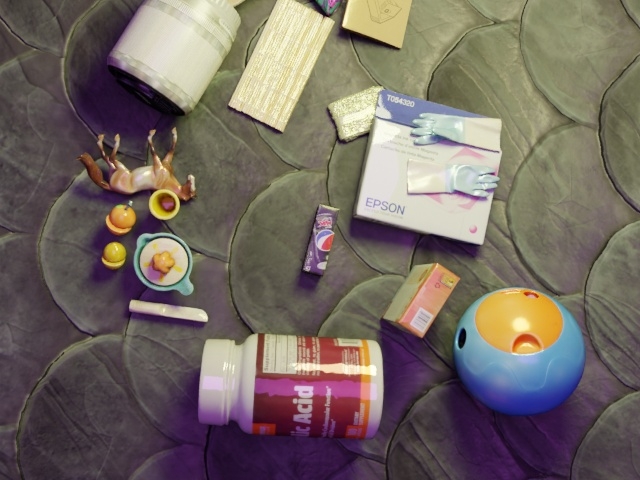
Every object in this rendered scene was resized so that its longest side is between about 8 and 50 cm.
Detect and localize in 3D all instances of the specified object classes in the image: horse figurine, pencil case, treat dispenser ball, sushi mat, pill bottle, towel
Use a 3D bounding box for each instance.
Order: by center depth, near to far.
[{"bbox_3d":[-0.068,0.325,1.549,0.392,0.224,0.224,3,86,-3],"label":"pill bottle"},{"bbox_3d":[0.445,0.249,1.556,0.288,0.288,0.288,0,86,-4],"label":"treat dispenser ball"},{"bbox_3d":[-0.430,-0.170,1.626,0.263,0.066,0.174,-8,104,-12],"label":"horse figurine"},{"bbox_3d":[-0.007,-0.628,1.689,0.064,0.070,0.152,-42,88,8],"label":"pencil case"},{"bbox_3d":[-0.095,-0.439,1.697,0.151,0.019,0.316,24,85,-1],"label":"sushi mat"},{"bbox_3d":[0.100,-0.314,1.698,0.148,0.027,0.110,-20,87,-5],"label":"towel"}]

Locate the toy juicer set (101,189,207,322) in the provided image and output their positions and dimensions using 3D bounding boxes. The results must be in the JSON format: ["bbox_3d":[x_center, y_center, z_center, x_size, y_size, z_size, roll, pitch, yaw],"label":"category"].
[{"bbox_3d":[-0.399,0.058,1.594,0.209,0.089,0.329,-12,96,-1],"label":"toy juicer set"}]

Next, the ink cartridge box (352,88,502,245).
[{"bbox_3d":[0.267,-0.180,1.669,0.324,0.071,0.330,12,87,-8],"label":"ink cartridge box"}]

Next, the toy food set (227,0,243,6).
[{"bbox_3d":[-0.179,-0.717,1.636,0.306,0.092,0.220,-37,69,-5],"label":"toy food set"}]

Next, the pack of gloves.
[{"bbox_3d":[0.323,-0.205,1.624,0.232,0.046,0.195,3,84,-9],"label":"pack of gloves"}]

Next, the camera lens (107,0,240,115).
[{"bbox_3d":[-0.336,-0.442,1.580,0.219,0.219,0.274,31,85,-2],"label":"camera lens"}]

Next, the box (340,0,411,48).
[{"bbox_3d":[0.148,-0.594,1.695,0.164,0.021,0.201,14,89,-19],"label":"box"}]

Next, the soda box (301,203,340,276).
[{"bbox_3d":[0.000,0.000,1.655,0.053,0.060,0.169,14,85,-4],"label":"soda box"}]

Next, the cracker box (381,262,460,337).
[{"bbox_3d":[0.223,0.135,1.576,0.067,0.232,0.156,34,85,-2],"label":"cracker box"}]
